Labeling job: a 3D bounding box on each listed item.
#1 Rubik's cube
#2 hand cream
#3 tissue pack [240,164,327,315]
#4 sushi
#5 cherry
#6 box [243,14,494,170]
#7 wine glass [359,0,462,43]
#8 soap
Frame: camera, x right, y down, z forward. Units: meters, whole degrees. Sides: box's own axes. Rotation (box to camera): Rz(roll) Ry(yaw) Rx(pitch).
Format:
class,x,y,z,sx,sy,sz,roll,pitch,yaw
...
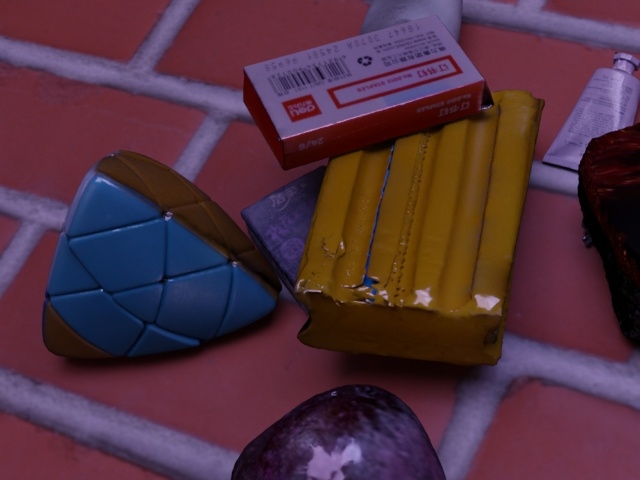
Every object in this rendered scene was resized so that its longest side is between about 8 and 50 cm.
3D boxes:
class,x,y,z,sx,sy,sz,roll,pitch,yaw
Rubik's cube,-0.207,0.022,1.335,0.254,0.254,0.254,-8,53,11
hand cream,0.301,-0.134,1.411,0.084,0.053,0.142,18,77,28
tissue pack,0.000,0.000,1.393,0.112,0.051,0.156,-29,51,-10
sushi,0.327,-0.002,1.256,0.136,0.126,0.225,-18,46,5
cherry,0.023,0.224,1.144,0.195,0.195,0.195,-8,53,11
box,0.047,-0.152,1.330,0.229,0.050,0.123,-18,49,-13
wine glass,0.100,-0.225,1.490,0.111,0.111,0.204,5,59,20
soap,0.101,-0.026,1.307,0.204,0.096,0.324,7,47,10
